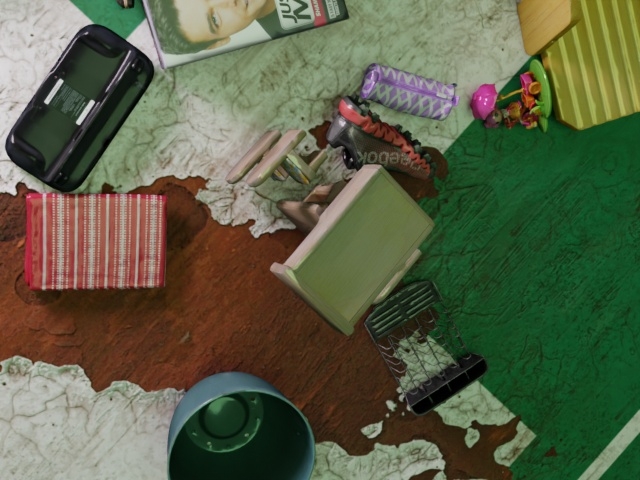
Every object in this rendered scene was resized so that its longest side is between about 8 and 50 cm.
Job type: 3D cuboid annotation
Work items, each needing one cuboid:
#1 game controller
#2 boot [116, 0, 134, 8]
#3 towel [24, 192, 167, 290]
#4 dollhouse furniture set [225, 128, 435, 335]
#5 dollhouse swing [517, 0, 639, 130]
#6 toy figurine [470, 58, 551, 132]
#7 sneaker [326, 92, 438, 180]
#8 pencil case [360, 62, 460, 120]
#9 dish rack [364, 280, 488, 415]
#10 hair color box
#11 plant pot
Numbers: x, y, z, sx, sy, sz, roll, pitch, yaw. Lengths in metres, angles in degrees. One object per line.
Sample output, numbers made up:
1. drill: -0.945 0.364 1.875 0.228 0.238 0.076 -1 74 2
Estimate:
1. game controller: -0.464 -0.255 1.633 0.166 0.067 0.319 34 90 -5
2. boot: -0.431 -0.520 1.579 0.137 0.077 0.197 -14 92 -8
3. towel: -0.448 0.002 1.695 0.275 0.031 0.198 0 104 -16
4. dollhouse furniture set: 0.000 0.000 1.627 0.362 0.394 0.256 45 78 -20
5. dollhouse swing: 0.651 -0.438 1.795 0.347 0.315 0.304 -18 85 -12
6. toy figurine: 0.408 -0.295 1.855 0.159 0.130 0.173 -14 130 1
7. sneaker: 0.124 -0.189 1.789 0.276 0.097 0.135 30 108 -29
8. pencil case: 0.187 -0.311 1.783 0.206 0.088 0.086 11 96 -17
9. dish rack: 0.233 0.235 1.918 0.208 0.074 0.271 -32 108 -8
10. hair color box: -0.152 -0.469 1.641 0.375 0.113 0.185 -18 106 -11
11. plant pot: -0.180 0.404 1.750 0.293 0.235 0.292 -3 102 -14
